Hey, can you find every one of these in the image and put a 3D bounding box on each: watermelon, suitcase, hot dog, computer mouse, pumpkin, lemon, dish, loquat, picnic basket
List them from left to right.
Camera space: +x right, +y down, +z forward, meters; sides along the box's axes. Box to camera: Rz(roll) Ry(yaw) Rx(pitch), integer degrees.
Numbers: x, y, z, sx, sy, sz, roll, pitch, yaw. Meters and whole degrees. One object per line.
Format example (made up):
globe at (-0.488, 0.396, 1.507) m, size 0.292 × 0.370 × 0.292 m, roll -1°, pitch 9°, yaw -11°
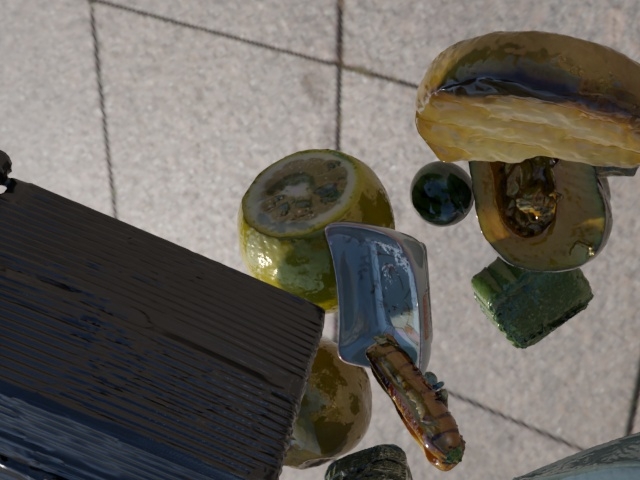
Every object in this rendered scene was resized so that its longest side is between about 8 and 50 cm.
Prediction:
suitcase at (-0.180, 0.101, 0.871) m, size 0.335 × 0.229 × 0.152 m, roll 23°, pitch 132°, yaw -4°
loquat at (-0.019, 0.253, 1.599) m, size 0.213 × 0.213 × 0.213 m, roll 21°, pitch 129°, yaw 28°
lemon at (0.000, 0.000, 1.573) m, size 0.240 × 0.240 × 0.219 m, roll 14°, pitch 142°, yaw 33°
picnic basket at (0.071, 0.380, 1.441) m, size 0.134 × 0.196 × 0.154 m, roll -20°, pitch 95°, yaw 7°
dish at (0.091, 0.074, 1.404) m, size 0.151 × 0.077 × 0.212 m, roll 14°, pitch 119°, yaw 44°
hot dog at (0.069, 0.112, 0.745) m, size 0.122 × 0.037 × 0.049 m, roll 58°, pitch 169°, yaw 38°
watermelon at (0.184, -0.066, 1.559) m, size 0.109 × 0.109 × 0.109 m, roll 21°, pitch 129°, yaw 28°
pumpkin at (0.323, -0.111, 1.448) m, size 0.222 × 0.139 × 0.317 m, roll -3°, pitch 106°, yaw 22°
computer mouse at (0.277, 0.244, 0.944) m, size 0.231 × 0.079 × 0.128 m, roll -25°, pitch 89°, yaw 41°

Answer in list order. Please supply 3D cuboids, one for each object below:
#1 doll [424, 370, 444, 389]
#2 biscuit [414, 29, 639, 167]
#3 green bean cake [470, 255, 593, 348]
doll at (0.149, 0.233, 1.514) m, size 0.076 × 0.050 × 0.083 m, roll -20°, pitch 78°, yaw 10°
biscuit at (0.228, -0.145, 1.093) m, size 0.274 × 0.091 × 0.213 m, roll 9°, pitch 159°, yaw 26°
green bean cake at (0.427, 0.099, 2.119) m, size 0.200 × 0.214 × 0.113 m, roll 48°, pitch -174°, yaw -41°
